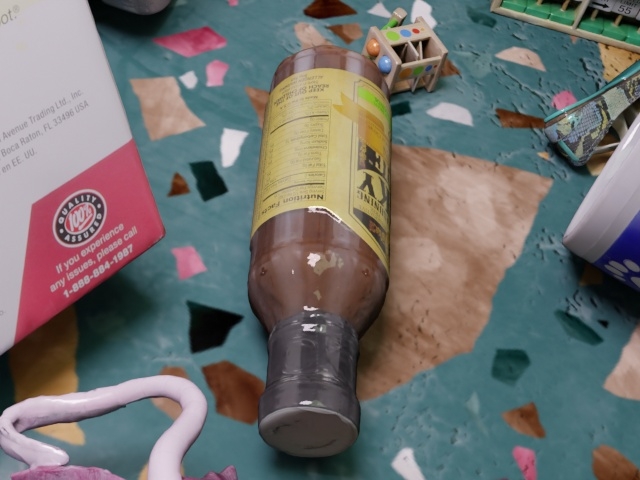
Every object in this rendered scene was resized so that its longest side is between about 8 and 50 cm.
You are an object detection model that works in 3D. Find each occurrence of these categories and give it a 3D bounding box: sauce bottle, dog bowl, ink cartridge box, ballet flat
[{"bbox_3d":[0.000,0.000,0.871,0.111,0.111,0.344,10,52,-8],"label":"sauce bottle"},{"bbox_3d":[0.312,-0.080,0.918,0.104,0.265,0.265,33,51,7],"label":"dog bowl"},{"bbox_3d":[-0.290,-0.108,0.680,0.160,0.385,0.279,16,41,40],"label":"ink cartridge box"},{"bbox_3d":[0.286,-0.124,1.089,0.188,0.070,0.070,-32,66,-32],"label":"ballet flat"}]

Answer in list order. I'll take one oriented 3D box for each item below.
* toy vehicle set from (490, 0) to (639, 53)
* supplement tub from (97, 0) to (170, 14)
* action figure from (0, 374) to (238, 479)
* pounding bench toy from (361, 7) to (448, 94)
[{"bbox_3d":[0.325,-0.269,1.138,0.266,0.166,0.035,14,50,-4],"label":"toy vehicle set"},{"bbox_3d":[-0.273,-0.348,1.006,0.338,0.207,0.207,19,50,-1],"label":"supplement tub"},{"bbox_3d":[-0.045,0.172,0.545,0.248,0.370,0.276,-15,80,-8],"label":"action figure"},{"bbox_3d":[0.067,-0.182,1.069,0.065,0.052,0.083,-16,58,-26],"label":"pounding bench toy"}]
